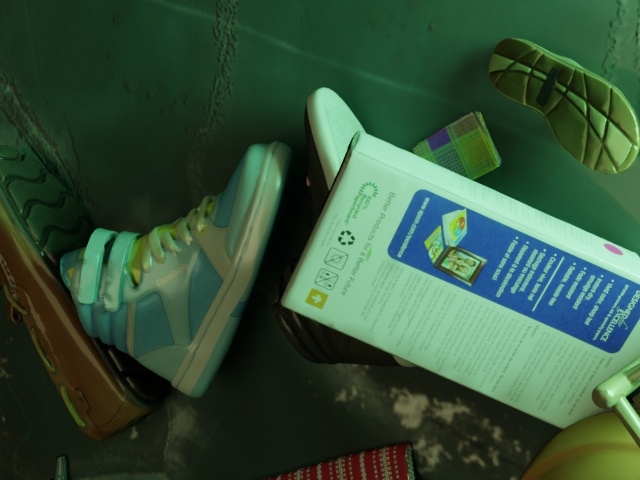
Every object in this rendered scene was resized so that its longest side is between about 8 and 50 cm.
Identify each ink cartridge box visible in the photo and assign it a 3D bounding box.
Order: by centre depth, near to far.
[{"bbox_3d":[0.165,0.053,1.188,0.371,0.069,0.176,25,115,-1],"label":"ink cartridge box"}]

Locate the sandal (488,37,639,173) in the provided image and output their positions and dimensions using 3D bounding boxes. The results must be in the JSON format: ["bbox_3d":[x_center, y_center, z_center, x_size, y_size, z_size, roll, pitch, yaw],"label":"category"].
[{"bbox_3d":[0.228,-0.128,1.170,0.180,0.049,0.072,43,116,35],"label":"sandal"}]

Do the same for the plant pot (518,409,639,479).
[{"bbox_3d":[0.267,0.319,1.110,0.290,0.203,0.291,11,112,29],"label":"plant pot"}]

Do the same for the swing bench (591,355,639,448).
[{"bbox_3d":[0.380,0.156,0.999,0.165,0.254,0.253,-38,79,28],"label":"swing bench"}]

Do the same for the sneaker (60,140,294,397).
[{"bbox_3d":[-0.164,0.007,1.368,0.208,0.127,0.319,24,115,-1],"label":"sneaker"}]

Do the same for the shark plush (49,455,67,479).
[{"bbox_3d":[-0.321,0.361,1.651,0.067,0.073,0.161,-9,74,15],"label":"shark plush"}]

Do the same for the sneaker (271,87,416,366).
[{"bbox_3d":[0.000,0.000,1.307,0.146,0.104,0.296,-14,97,30],"label":"sneaker"}]

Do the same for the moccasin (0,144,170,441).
[{"bbox_3d":[-0.325,0.060,1.528,0.147,0.139,0.380,-31,92,25],"label":"moccasin"}]

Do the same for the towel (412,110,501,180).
[{"bbox_3d":[0.135,-0.085,1.259,0.083,0.009,0.060,-29,85,35],"label":"towel"}]

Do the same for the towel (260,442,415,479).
[{"bbox_3d":[0.003,0.346,1.399,0.274,0.031,0.199,-22,67,34],"label":"towel"}]
